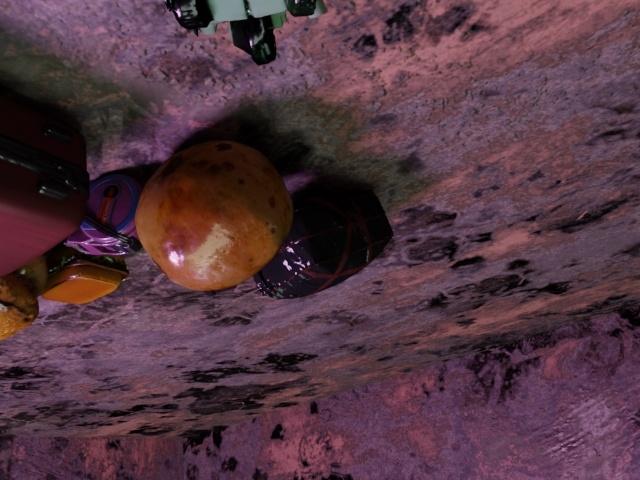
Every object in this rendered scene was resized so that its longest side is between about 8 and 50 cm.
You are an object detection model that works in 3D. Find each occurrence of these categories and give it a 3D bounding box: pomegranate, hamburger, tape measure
[{"bbox_3d":[-0.143,-0.028,0.866,0.215,0.216,0.215,-6,155,-3],"label":"pomegranate"},{"bbox_3d":[-0.594,0.058,0.969,0.314,0.170,0.289,-24,148,34],"label":"hamburger"},{"bbox_3d":[-0.308,-0.037,0.919,0.125,0.118,0.074,5,160,14],"label":"tape measure"},{"bbox_3d":[-0.432,0.056,1.116,0.165,0.087,0.137,-21,153,29],"label":"hamburger"}]

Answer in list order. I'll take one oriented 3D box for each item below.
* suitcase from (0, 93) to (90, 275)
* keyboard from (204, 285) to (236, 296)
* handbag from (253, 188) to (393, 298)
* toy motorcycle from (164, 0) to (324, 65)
[{"bbox_3d":[-0.452,-0.080,0.729,0.236,0.161,0.297,-24,151,31],"label":"suitcase"},{"bbox_3d":[-0.235,0.063,1.270,0.072,0.023,0.231,-16,155,1],"label":"keyboard"},{"bbox_3d":[0.000,0.000,1.017,0.169,0.155,0.215,-26,175,43],"label":"handbag"},{"bbox_3d":[-0.069,-0.266,0.440,0.125,0.197,0.331,-8,168,2],"label":"toy motorcycle"}]
